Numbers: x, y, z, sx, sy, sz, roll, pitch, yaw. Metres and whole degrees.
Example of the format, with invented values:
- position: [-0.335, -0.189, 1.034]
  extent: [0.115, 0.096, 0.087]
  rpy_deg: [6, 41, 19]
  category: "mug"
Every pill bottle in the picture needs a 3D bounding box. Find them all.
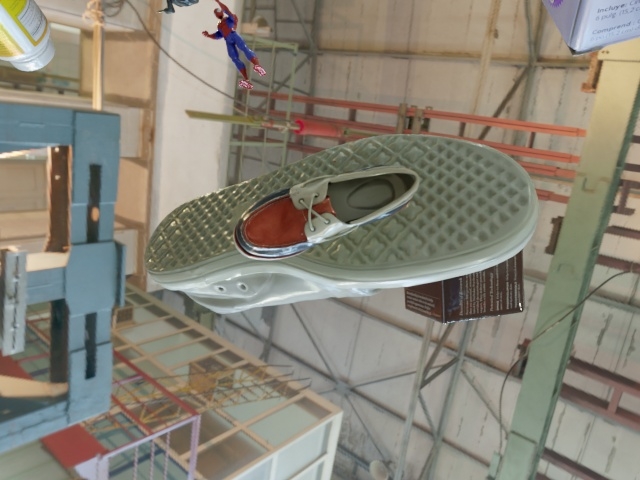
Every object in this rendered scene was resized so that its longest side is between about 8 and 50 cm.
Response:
- position: [-0.541, -0.388, 0.821]
  extent: [0.117, 0.117, 0.215]
  rpy_deg: [57, -10, 18]
  category: "pill bottle"

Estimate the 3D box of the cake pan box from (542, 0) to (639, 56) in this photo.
- position: [0.232, -0.212, 0.165]
  extent: [0.266, 0.246, 0.070]
  rpy_deg: [-13, -120, 10]
  category: "cake pan box"

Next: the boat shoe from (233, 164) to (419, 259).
- position: [0.005, -0.022, 0.347]
  extent: [0.043, 0.137, 0.049]
  rpy_deg: [159, -86, -72]
  category: "boat shoe"

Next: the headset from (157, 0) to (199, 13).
- position: [-0.367, -0.572, 0.884]
  extent: [0.243, 0.185, 0.394]
  rpy_deg: [-46, -115, 31]
  category: "headset"

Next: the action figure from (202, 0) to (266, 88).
- position: [-0.258, -0.555, 1.334]
  extent: [0.091, 0.139, 0.280]
  rpy_deg: [-37, -118, 22]
  category: "action figure"

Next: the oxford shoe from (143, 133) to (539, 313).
- position: [0.000, 0.000, 0.535]
  extent: [0.449, 0.130, 0.169]
  rpy_deg: [-10, -130, 32]
  category: "oxford shoe"

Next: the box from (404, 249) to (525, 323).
- position: [0.309, 0.074, 1.078]
  extent: [0.168, 0.203, 0.167]
  rpy_deg: [-168, -106, -71]
  category: "box"
